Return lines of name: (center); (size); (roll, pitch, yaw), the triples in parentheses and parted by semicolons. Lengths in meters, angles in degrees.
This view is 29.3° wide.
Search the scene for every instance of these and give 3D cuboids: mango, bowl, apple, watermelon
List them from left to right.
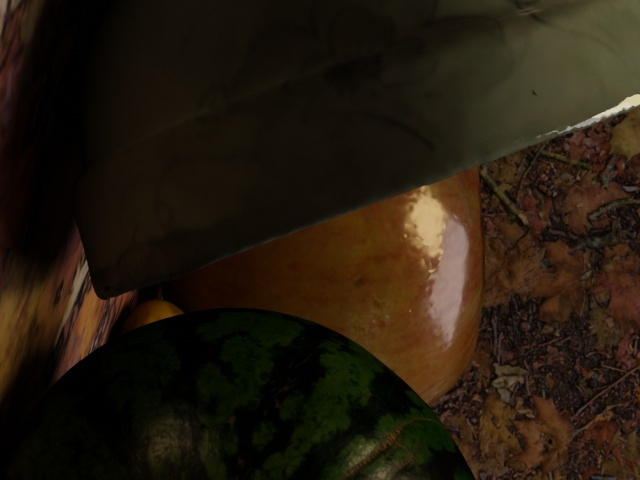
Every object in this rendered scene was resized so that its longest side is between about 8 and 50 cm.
mango: (-0.146, 0.102, 1.084); (0.190, 0.075, 0.098); (87, 9, -75)
watermelon: (-0.046, 0.179, 0.685); (0.285, 0.285, 0.285); (-165, -90, -88)
apple: (0.000, 0.000, 1.247); (0.400, 0.333, 0.400); (-4, 90, -81)
bowl: (0.013, -0.090, 0.611); (0.307, 0.307, 0.163); (137, -64, -87)
